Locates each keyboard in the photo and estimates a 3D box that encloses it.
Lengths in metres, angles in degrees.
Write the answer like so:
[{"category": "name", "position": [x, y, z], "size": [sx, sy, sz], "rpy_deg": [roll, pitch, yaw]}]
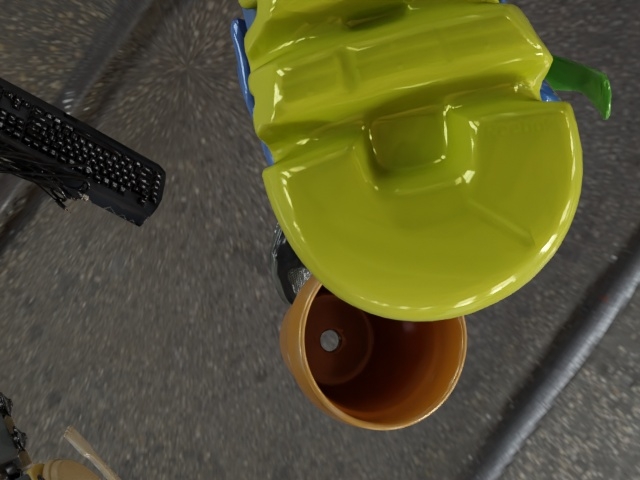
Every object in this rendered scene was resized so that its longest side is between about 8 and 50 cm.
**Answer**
[{"category": "keyboard", "position": [-0.209, -0.076, 1.071], "size": [0.192, 0.100, 0.038], "rpy_deg": [27, 135, -22]}]

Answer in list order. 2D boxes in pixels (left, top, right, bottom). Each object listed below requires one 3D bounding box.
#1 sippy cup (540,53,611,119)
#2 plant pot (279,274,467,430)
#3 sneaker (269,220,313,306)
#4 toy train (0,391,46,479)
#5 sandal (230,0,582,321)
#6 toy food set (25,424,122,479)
[{"category": "sippy cup", "position": [0.192, -0.147, 1.606], "size": [0.305, 0.224, 0.240], "rpy_deg": [-44, 123, 7]}, {"category": "plant pot", "position": [0.041, 0.117, 1.556], "size": [0.205, 0.188, 0.205], "rpy_deg": [2, 85, -20]}, {"category": "sneaker", "position": [0.000, 0.000, 1.885], "size": [0.087, 0.130, 0.227], "rpy_deg": [-1, 107, -43]}, {"category": "toy train", "position": [-0.166, 0.099, 0.672], "size": [0.027, 0.036, 0.158], "rpy_deg": [-24, 57, -19]}, {"category": "sandal", "position": [0.005, -0.124, 0.482], "size": [0.126, 0.138, 0.317], "rpy_deg": [-8, 83, 1]}, {"category": "toy food set", "position": [-0.234, 0.263, 1.272], "size": [0.038, 0.192, 0.132], "rpy_deg": [-40, 99, 7]}]
